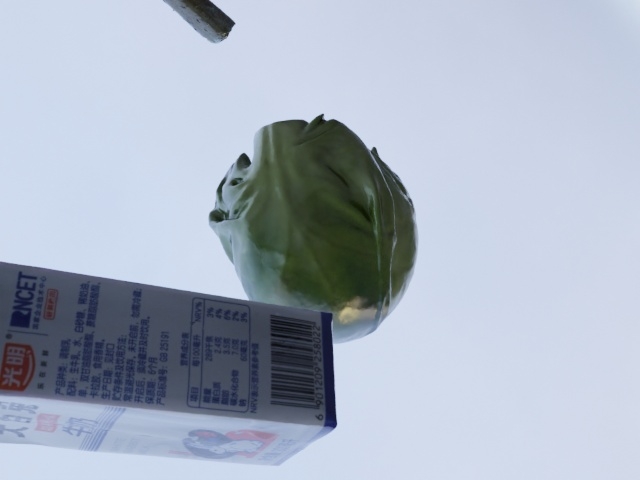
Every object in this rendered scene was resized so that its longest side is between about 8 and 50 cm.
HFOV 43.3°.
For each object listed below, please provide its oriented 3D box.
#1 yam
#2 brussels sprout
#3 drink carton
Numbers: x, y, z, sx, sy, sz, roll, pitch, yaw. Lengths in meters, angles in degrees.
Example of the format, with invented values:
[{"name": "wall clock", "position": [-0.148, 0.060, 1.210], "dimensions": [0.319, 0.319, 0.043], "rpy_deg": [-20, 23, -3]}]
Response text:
[{"name": "yam", "position": [-0.195, -0.359, 1.239], "dimensions": [0.132, 0.054, 0.054], "rpy_deg": [39, -147, -23]}, {"name": "brussels sprout", "position": [0.011, 0.011, 1.513], "dimensions": [0.425, 0.342, 0.361], "rpy_deg": [31, -146, -49]}, {"name": "drink carton", "position": [-0.153, 0.104, 0.632], "dimensions": [0.315, 0.130, 0.106], "rpy_deg": [11, -123, -22]}]
